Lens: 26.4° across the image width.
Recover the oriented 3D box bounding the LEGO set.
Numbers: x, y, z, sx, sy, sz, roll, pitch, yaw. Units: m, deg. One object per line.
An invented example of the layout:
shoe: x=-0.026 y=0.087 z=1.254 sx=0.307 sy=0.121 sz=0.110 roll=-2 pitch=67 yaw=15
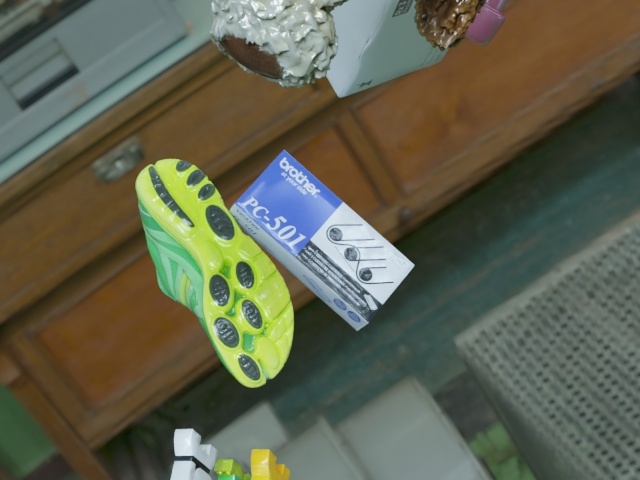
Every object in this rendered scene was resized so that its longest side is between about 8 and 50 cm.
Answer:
LEGO set: x=-0.062 y=0.270 z=1.322 sx=0.087 sy=0.227 sz=0.093 roll=-5 pitch=57 yaw=24

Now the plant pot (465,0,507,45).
plant pot: x=0.213 y=-0.413 z=1.985 sx=0.180 sy=0.201 sz=0.201 roll=-54 pitch=22 yaw=17

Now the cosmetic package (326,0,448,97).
cosmetic package: x=0.018 y=-0.385 z=1.544 sx=0.156 sy=0.385 sz=0.217 roll=-24 pitch=-14 yaw=-23

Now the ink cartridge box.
ink cartridge box: x=0.000 y=0.000 z=1.595 sx=0.097 sy=0.207 sz=0.046 roll=-50 pitch=1 yaw=-25

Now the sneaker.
sneaker: x=-0.122 y=0.041 z=1.587 sx=0.109 sy=0.295 sz=0.123 roll=-21 pitch=-22 yaw=-22

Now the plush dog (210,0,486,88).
plush dog: x=0.040 y=-0.257 z=1.000 sx=0.225 sy=0.262 sz=0.211 roll=5 pitch=49 yaw=1
